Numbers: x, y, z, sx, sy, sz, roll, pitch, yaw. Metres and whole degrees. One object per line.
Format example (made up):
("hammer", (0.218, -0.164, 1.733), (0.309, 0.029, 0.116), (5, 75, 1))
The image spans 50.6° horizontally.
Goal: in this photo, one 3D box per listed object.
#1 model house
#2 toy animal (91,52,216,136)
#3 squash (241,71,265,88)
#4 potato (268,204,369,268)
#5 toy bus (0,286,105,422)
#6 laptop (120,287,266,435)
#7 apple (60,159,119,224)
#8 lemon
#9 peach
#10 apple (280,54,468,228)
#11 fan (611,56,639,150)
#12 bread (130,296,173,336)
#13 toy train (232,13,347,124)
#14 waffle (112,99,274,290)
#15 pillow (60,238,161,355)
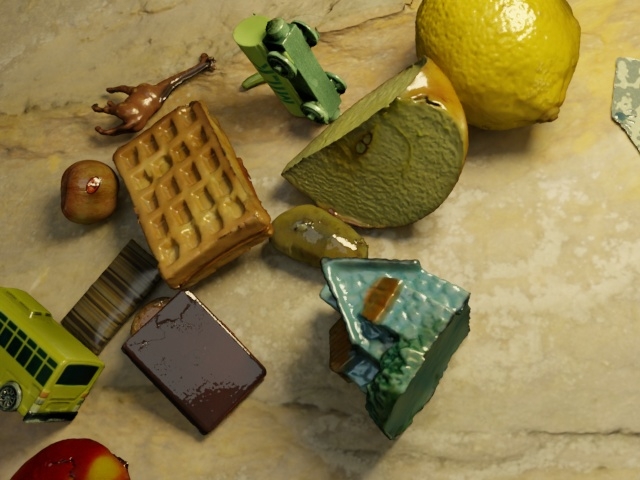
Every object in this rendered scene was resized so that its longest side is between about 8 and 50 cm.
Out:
("model house", (0.074, 0.133, 1.015), (0.241, 0.261, 0.226), (33, 78, 21))
("toy animal", (-0.342, -0.305, 1.394), (0.230, 0.066, 0.224), (-2, 49, 22))
("squash", (-0.120, -0.331, 1.371), (0.089, 0.027, 0.027), (-18, 66, 8))
("potato", (0.000, 0.000, 1.183), (0.188, 0.085, 0.105), (28, 82, 16))
("toy bus", (-0.522, 0.192, 1.188), (0.262, 0.128, 0.150), (33, 90, 23))
("laptop", (-0.212, 0.202, 1.146), (0.207, 0.026, 0.154), (45, 78, 4))
("apple", (-0.443, -0.092, 1.301), (0.102, 0.126, 0.126), (3, 62, -32))
("lemon", (0.298, -0.331, 1.150), (0.268, 0.268, 0.322), (-35, 60, -3))
("peach", (-0.451, 0.433, 1.121), (0.279, 0.068, 0.189), (-25, 64, 2))
("apple", (0.102, -0.157, 1.150), (0.346, 0.179, 0.254), (-28, 60, 42))
("fan", (0.578, -0.227, 1.185), (0.131, 0.009, 0.240), (-9, 67, 8))
("bread", (-0.284, 0.148, 1.199), (0.113, 0.060, 0.082), (-40, 67, -7))
("toy train", (-0.056, -0.311, 1.238), (0.157, 0.253, 0.105), (22, 75, 35))
("waffle", (-0.237, -0.086, 1.231), (0.224, 0.098, 0.327), (-35, 59, 7))
("pillow", (-0.379, 0.102, 1.250), (0.113, 0.038, 0.203), (34, 79, 24))
